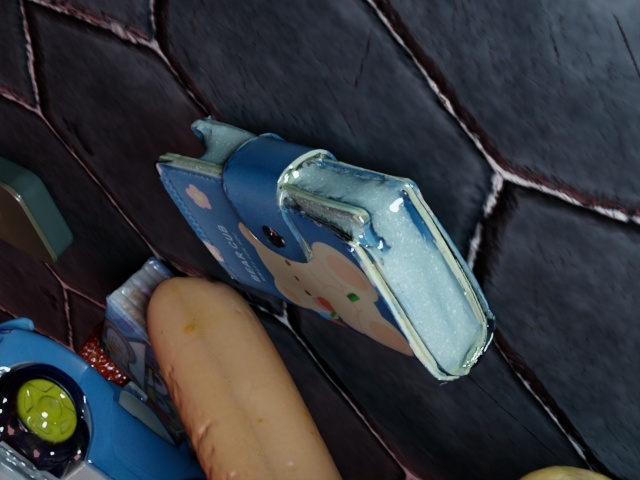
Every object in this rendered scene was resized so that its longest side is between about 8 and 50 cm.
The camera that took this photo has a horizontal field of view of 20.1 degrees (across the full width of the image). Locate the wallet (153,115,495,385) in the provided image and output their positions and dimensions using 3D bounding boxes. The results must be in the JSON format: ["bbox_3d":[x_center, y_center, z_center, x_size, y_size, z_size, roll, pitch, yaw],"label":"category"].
[{"bbox_3d":[0.001,-0.001,1.056,0.202,0.059,0.141,23,155,48],"label":"wallet"}]

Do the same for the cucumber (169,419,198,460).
[{"bbox_3d":[-0.083,0.175,1.496,0.064,0.064,0.112,22,144,45],"label":"cucumber"}]

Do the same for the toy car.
[{"bbox_3d":[-0.181,0.195,1.429,0.314,0.166,0.198,37,130,-15],"label":"toy car"}]

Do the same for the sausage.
[{"bbox_3d":[-0.040,0.147,1.238,0.086,0.086,0.289,88,156,-59],"label":"sausage"}]

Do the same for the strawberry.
[{"bbox_3d":[-0.170,0.100,1.500,0.073,0.083,0.073,46,166,16],"label":"strawberry"}]

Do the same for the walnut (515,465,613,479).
[{"bbox_3d":[0.122,0.304,1.051,0.306,0.306,0.344,13,130,53],"label":"walnut"}]

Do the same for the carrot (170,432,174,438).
[{"bbox_3d":[-0.057,0.249,1.610,0.254,0.049,0.049,32,154,21],"label":"carrot"}]

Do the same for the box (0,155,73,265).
[{"bbox_3d":[-0.260,-0.034,1.496,0.126,0.031,0.091,22,148,44],"label":"box"}]

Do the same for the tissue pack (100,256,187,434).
[{"bbox_3d":[-0.098,0.099,1.391,0.155,0.065,0.115,42,157,9],"label":"tissue pack"}]
